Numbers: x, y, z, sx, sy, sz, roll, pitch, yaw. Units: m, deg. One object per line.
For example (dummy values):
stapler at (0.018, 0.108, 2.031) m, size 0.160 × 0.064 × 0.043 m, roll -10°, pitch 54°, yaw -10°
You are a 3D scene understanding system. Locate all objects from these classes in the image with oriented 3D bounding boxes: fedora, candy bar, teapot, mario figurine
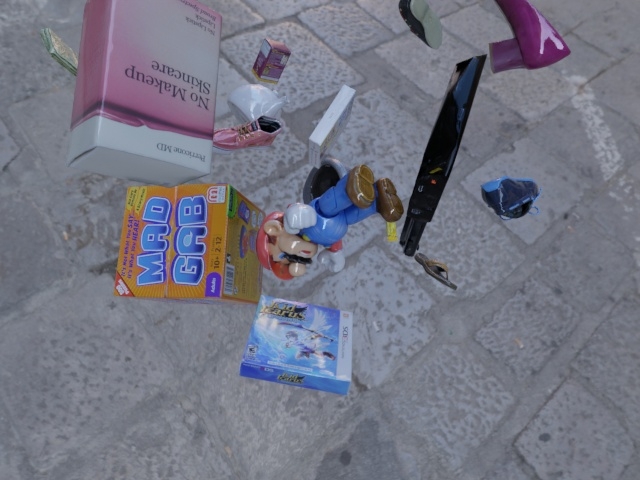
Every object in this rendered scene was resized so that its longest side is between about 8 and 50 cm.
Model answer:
fedora at (0.055, -0.202, 1.734) m, size 0.124 × 0.275 × 0.243 m, roll -7°, pitch 55°, yaw -37°
candy bar at (0.235, -0.073, 1.457) m, size 0.040 × 0.018 × 0.161 m, roll 1°, pitch 70°, yaw -18°
teapot at (-0.255, -0.563, 1.813) m, size 0.256 × 0.252 × 0.187 m, roll 44°, pitch 82°, yaw 9°
mario figurine at (0.000, 0.000, 0.818) m, size 0.198 × 0.321 × 0.170 m, roll 47°, pitch 41°, yaw -16°

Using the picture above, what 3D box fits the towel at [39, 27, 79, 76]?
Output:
towel at (-0.573, -0.417, 0.977) m, size 0.027 × 0.110 × 0.148 m, roll -42°, pitch 55°, yaw 2°

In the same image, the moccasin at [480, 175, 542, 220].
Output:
moccasin at (0.575, -0.116, 1.310) m, size 0.342 × 0.138 × 0.116 m, roll -6°, pitch 77°, yaw -44°

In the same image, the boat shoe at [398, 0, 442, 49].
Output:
boat shoe at (0.201, -0.430, 0.852) m, size 0.042 × 0.133 × 0.048 m, roll 26°, pitch 88°, yaw 45°

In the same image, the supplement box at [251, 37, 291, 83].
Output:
supplement box at (-0.113, -0.406, 0.980) m, size 0.055 × 0.083 × 0.043 m, roll -4°, pitch 52°, yaw -41°

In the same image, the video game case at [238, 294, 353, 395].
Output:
video game case at (-0.052, 0.263, 1.125) m, size 0.270 × 0.061 × 0.244 m, roll 11°, pitch 32°, yaw -2°

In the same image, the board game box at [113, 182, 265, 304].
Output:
board game box at (-0.419, 0.033, 1.480) m, size 0.357 × 0.356 × 0.356 m, roll -1°, pitch 78°, yaw 12°

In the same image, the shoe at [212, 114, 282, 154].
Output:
shoe at (-0.172, -0.244, 0.974) m, size 0.178 × 0.081 × 0.063 m, roll -13°, pitch 76°, yaw -41°

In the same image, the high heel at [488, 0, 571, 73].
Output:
high heel at (0.507, -0.616, 1.059) m, size 0.181 × 0.377 × 0.127 m, roll -1°, pitch 20°, yaw 33°

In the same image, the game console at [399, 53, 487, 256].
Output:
game console at (0.178, -0.097, 0.691) m, size 0.044 × 0.361 × 0.213 m, roll 19°, pitch 66°, yaw 10°

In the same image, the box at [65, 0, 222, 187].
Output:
box at (-0.231, -0.203, 0.574) m, size 0.149 × 0.127 × 0.232 m, roll 9°, pitch 80°, yaw -43°

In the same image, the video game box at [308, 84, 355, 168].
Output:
video game box at (0.031, -0.343, 1.323) m, size 0.048 × 0.187 × 0.205 m, roll 31°, pitch 79°, yaw 2°

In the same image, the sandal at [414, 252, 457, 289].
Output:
sandal at (0.401, 0.093, 1.486) m, size 0.090 × 0.060 × 0.219 m, roll 27°, pitch 17°, yaw -26°
